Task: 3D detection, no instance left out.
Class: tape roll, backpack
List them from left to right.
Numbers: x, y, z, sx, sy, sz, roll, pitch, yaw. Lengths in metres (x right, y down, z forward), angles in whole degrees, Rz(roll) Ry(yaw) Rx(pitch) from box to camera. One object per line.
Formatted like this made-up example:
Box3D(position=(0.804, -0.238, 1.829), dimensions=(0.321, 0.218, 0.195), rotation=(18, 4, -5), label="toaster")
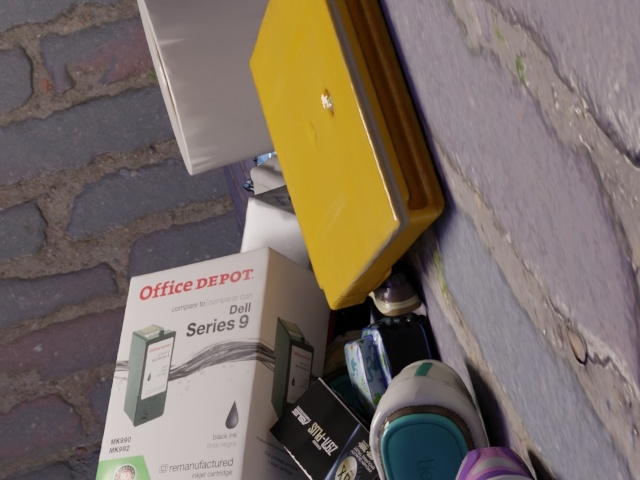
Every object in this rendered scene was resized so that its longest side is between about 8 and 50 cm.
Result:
Box3D(position=(-0.112, -0.217, 1.883), dimensions=(0.246, 0.169, 0.246), rotation=(164, 90, -84), label="tape roll")
Box3D(position=(0.071, 0.129, 1.572), dimensions=(0.114, 0.084, 0.105), rotation=(164, 89, -83), label="backpack")

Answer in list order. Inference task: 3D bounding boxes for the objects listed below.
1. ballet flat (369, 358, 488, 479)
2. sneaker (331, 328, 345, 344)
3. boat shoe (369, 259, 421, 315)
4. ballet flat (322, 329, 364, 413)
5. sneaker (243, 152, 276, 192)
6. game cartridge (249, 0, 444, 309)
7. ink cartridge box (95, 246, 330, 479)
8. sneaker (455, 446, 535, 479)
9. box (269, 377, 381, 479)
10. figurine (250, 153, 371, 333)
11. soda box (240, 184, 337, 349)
Box3D(position=(0.124, 0.285, 1.443), dimensions=(0.139, 0.139, 0.400), rotation=(-119, 17, -62), label="ballet flat")
Box3D(position=(0.033, 0.189, 2.020), dimensions=(0.126, 0.091, 0.240), rotation=(158, 96, -83), label="sneaker")
Box3D(position=(0.062, 0.031, 1.573), dimensions=(0.152, 0.056, 0.049), rotation=(-144, 42, -64), label="boat shoe")
Box3D(position=(0.048, 0.169, 1.802), dimensions=(0.348, 0.123, 0.123), rotation=(87, 165, -62), label="ballet flat")
Box3D(position=(-0.086, -0.103, 2.371), dimensions=(0.063, 0.073, 0.162), rotation=(133, 120, -83), label="sneaker")
Box3D(position=(0.014, -0.105, 1.437), dimensions=(0.324, 0.052, 0.285), rotation=(122, 132, -72), label="game cartridge")
Box3D(position=(-0.115, 0.171, 1.665), dimensions=(0.121, 0.211, 0.289), rotation=(35, -127, -45), label="ink cartridge box")
Box3D(position=(0.150, 0.263, 1.258), dimensions=(0.104, 0.095, 0.236), rotation=(-104, 6, -61), label="sneaker")
Box3D(position=(0.055, 0.241, 1.563), dimensions=(0.180, 0.077, 0.147), rotation=(43, -179, -44), label="box")
Box3D(position=(0.000, 0.000, 1.919), dimensions=(0.209, 0.092, 0.215), rotation=(-137, 31, -62), label="figurine")
Box3D(position=(-0.042, 0.085, 1.813), dimensions=(0.098, 0.091, 0.286), rotation=(22, 114, 28), label="soda box")
